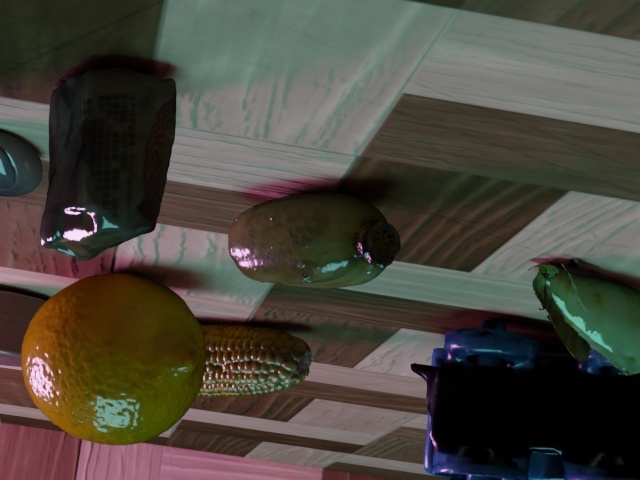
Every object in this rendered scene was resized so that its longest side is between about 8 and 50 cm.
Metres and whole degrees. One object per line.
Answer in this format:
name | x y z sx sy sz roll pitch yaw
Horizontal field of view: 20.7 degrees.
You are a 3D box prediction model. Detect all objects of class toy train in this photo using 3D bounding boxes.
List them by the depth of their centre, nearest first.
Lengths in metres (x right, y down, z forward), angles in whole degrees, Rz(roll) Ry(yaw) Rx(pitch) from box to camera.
toy train | 0.251 0.194 1.927 0.300 0.188 0.265 3 171 12

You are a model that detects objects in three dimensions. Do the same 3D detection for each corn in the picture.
corn | -0.148 0.142 2.111 0.291 0.101 0.101 -2 164 23

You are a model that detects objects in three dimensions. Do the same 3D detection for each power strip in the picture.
power strip | -0.394 0.104 2.110 0.154 0.078 0.154 7 170 1

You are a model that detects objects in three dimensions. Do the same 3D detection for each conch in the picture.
conch | 0.245 0.066 1.628 0.170 0.079 0.105 35 148 -31

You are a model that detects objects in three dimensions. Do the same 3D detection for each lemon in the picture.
lemon | -0.223 0.126 1.878 0.244 0.187 0.187 -1 165 42

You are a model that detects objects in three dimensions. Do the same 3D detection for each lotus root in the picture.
lotus root | 0.000 -0.001 1.447 0.090 0.077 0.183 9 171 -40

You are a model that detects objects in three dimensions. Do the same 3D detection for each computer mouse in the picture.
computer mouse | -0.264 -0.060 1.427 0.066 0.039 0.096 4 166 13

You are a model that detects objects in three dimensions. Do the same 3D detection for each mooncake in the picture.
mooncake | -0.144 -0.051 1.212 0.073 0.125 0.130 8 171 -23
